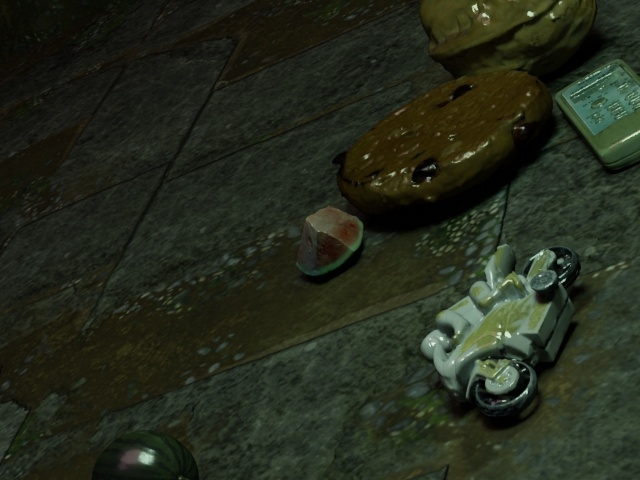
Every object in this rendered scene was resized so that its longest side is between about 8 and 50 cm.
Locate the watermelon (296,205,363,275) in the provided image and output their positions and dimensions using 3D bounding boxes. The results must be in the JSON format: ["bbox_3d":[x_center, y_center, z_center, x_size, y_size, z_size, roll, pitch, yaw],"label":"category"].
[{"bbox_3d":[0.003,0.000,2.025,0.092,0.072,0.084,-27,5,24],"label":"watermelon"}]

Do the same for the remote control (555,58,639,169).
[{"bbox_3d":[0.344,-0.149,1.933,0.098,0.038,0.233,-29,21,6],"label":"remote control"}]

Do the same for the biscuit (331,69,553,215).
[{"bbox_3d":[0.155,-0.118,2.060,0.296,0.075,0.296,-25,22,11],"label":"biscuit"}]

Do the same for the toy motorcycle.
[{"bbox_3d":[0.171,0.087,1.619,0.151,0.074,0.228,-9,40,34],"label":"toy motorcycle"}]

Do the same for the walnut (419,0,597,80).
[{"bbox_3d":[0.242,-0.298,2.173,0.245,0.198,0.198,-24,22,38],"label":"walnut"}]

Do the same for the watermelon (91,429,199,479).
[{"bbox_3d":[-0.169,0.245,1.688,0.133,0.105,0.105,-6,33,37],"label":"watermelon"}]
